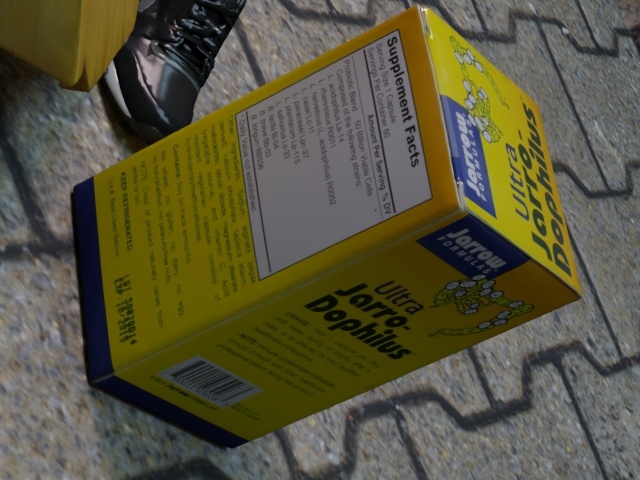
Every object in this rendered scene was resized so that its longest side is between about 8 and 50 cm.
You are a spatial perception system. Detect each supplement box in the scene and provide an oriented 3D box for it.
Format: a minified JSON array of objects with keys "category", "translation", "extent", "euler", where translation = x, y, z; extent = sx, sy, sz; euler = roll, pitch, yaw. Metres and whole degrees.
[{"category":"supplement box","translation":[0.000,0.000,1.573],"extent":[0.195,0.356,0.194],"euler":[33,40,-48]}]

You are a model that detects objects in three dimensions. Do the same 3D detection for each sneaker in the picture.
[{"category":"sneaker","translation":[-0.127,-0.212,1.795],"extent":[0.107,0.124,0.283],"euler":[41,34,-39]}]

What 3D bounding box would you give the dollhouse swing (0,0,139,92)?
[{"category":"dollhouse swing","translation":[-0.301,-0.317,1.561],"extent":[0.347,0.305,0.315],"euler":[-81,179,-70]}]
